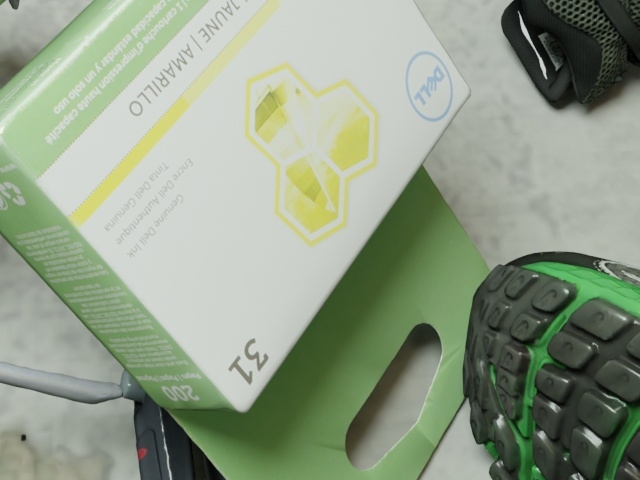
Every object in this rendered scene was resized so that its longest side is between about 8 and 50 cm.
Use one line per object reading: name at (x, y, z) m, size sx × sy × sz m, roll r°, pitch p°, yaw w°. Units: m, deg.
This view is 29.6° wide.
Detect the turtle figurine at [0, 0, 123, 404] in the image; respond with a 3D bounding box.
turtle figurine at (-0.199, -0.045, 0.485) m, size 0.266 × 0.274 × 0.198 m, roll 1°, pitch 83°, yaw 34°

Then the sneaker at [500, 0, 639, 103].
sneaker at (0.178, -0.132, 0.623) m, size 0.227 × 0.130 × 0.087 m, roll 3°, pitch 49°, yaw -38°

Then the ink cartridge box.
ink cartridge box at (0.000, 0.000, 0.444) m, size 0.235 × 0.056 × 0.171 m, roll 52°, pitch 55°, yaw -23°

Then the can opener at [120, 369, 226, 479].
can opener at (-0.049, 0.080, 0.478) m, size 0.059 × 0.073 × 0.186 m, roll 2°, pitch 68°, yaw -15°

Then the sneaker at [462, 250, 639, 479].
sneaker at (0.215, 0.098, 0.473) m, size 0.343 × 0.134 × 0.146 m, roll 27°, pitch 39°, yaw 11°
